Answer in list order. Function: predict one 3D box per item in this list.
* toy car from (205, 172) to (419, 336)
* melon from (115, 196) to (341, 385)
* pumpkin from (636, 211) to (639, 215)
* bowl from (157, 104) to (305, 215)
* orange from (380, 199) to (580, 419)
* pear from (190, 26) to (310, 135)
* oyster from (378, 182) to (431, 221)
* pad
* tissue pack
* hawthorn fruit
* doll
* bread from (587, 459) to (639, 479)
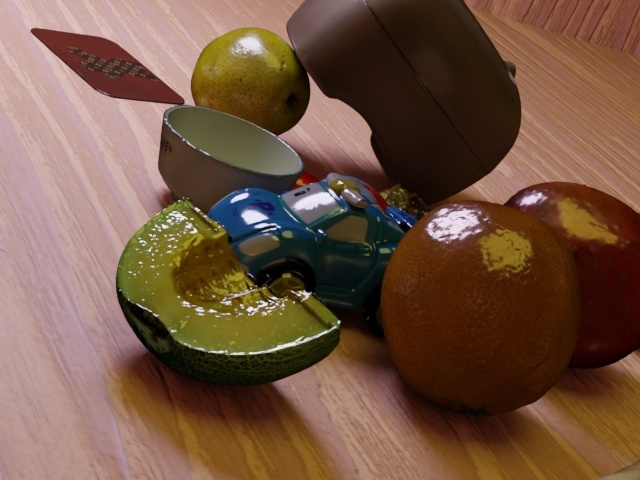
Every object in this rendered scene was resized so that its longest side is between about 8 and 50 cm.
[{"bbox_3d":[0.000,0.000,1.877,0.314,0.166,0.198,11,20,-27],"label":"toy car"},{"bbox_3d":[-0.125,0.092,1.594,0.169,0.129,0.265,-27,53,-36],"label":"melon"},{"bbox_3d":[0.501,0.059,2.248,0.238,0.159,0.238,24,29,-15],"label":"pumpkin"},{"bbox_3d":[-0.135,-0.093,2.030,0.211,0.112,0.211,19,21,-8],"label":"bowl"},{"bbox_3d":[0.191,0.083,1.748,0.264,0.264,0.264,20,21,-8],"label":"orange"},{"bbox_3d":[-0.111,-0.244,2.341,0.198,0.198,0.198,20,21,-8],"label":"pear"},{"bbox_3d":[0.134,-0.045,2.284,0.177,0.056,0.105,15,29,-33],"label":"oyster"},{"bbox_3d":[-0.355,-0.291,2.450,0.181,0.004,0.267,1,30,-44],"label":"pad"},{"bbox_3d":[0.152,-0.271,2.368,0.387,0.277,0.267,50,12,-23],"label":"tissue pack"},{"bbox_3d":[0.370,0.049,1.988,0.300,0.254,0.254,4,24,-7],"label":"hawthorn fruit"},{"bbox_3d":[-0.005,-0.069,2.163,0.245,0.076,0.142,17,25,-2],"label":"doll"},{"bbox_3d":[0.349,0.313,1.511,0.173,0.121,0.311,40,26,31],"label":"bread"}]
